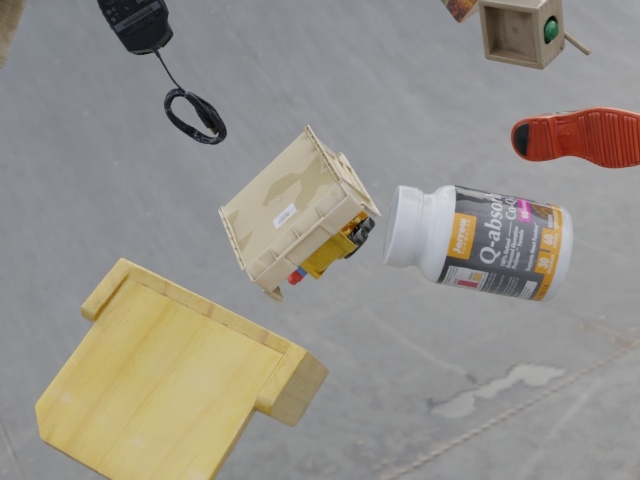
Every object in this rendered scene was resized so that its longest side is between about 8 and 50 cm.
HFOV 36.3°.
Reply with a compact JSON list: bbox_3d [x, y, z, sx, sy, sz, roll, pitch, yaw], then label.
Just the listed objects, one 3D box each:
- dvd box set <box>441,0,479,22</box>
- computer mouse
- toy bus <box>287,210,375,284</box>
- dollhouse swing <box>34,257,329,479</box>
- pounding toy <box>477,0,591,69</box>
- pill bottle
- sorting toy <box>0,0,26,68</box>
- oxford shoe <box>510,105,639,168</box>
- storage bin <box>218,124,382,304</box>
[{"bbox_3d":[0.222,-0.569,1.659,0.062,0.307,0.420,-37,0,-10],"label":"dvd box set"},{"bbox_3d":[-0.182,-0.216,1.138,0.071,0.242,0.041,-24,23,13],"label":"computer mouse"},{"bbox_3d":[0.000,0.000,2.194,0.211,0.149,0.220,-49,1,22],"label":"toy bus"},{"bbox_3d":[-0.222,0.247,1.565,0.347,0.305,0.315,24,-11,16],"label":"dollhouse swing"},{"bbox_3d":[0.345,-0.343,1.570,0.141,0.130,0.100,20,51,37],"label":"pounding toy"},{"bbox_3d":[0.249,0.000,1.570,0.278,0.162,0.162,10,20,-2],"label":"pill bottle"},{"bbox_3d":[-0.436,-0.358,1.103,0.257,0.255,0.089,20,-3,-34],"label":"sorting toy"},{"bbox_3d":[0.439,-0.174,1.545,0.271,0.097,0.098,11,25,44],"label":"oxford shoe"},{"bbox_3d":[-0.044,-0.049,1.911,0.262,0.123,0.260,-42,38,11],"label":"storage bin"}]
